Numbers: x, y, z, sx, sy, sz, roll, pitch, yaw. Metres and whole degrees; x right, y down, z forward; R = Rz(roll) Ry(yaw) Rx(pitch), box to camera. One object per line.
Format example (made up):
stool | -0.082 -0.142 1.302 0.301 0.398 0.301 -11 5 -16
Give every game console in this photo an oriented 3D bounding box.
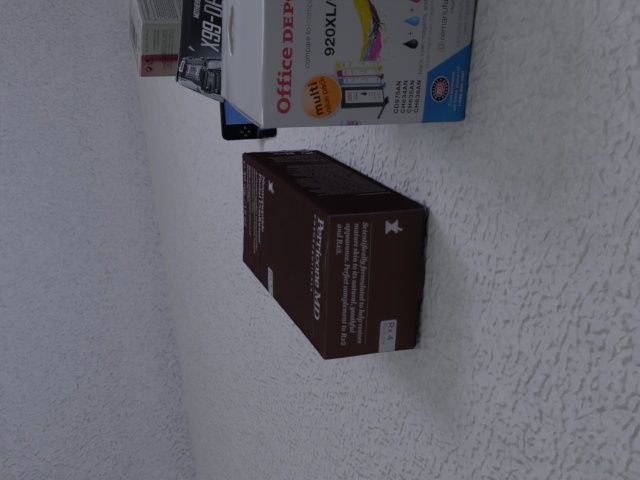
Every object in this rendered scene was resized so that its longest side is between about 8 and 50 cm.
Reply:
game console | -0.145 -0.271 1.505 0.085 0.124 0.144 -41 -52 -82

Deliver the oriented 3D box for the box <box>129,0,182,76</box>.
box | -0.261 -0.425 1.560 0.127 0.232 0.149 106 151 -45

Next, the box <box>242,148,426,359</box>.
box | 0.000 0.000 1.091 0.381 0.143 0.191 -143 52 -62

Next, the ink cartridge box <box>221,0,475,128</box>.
ink cartridge box | 0.022 -0.222 0.834 0.168 0.232 0.171 -135 44 -61

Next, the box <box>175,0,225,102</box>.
box | -0.070 -0.359 1.017 0.307 0.076 0.243 -53 -16 -44
